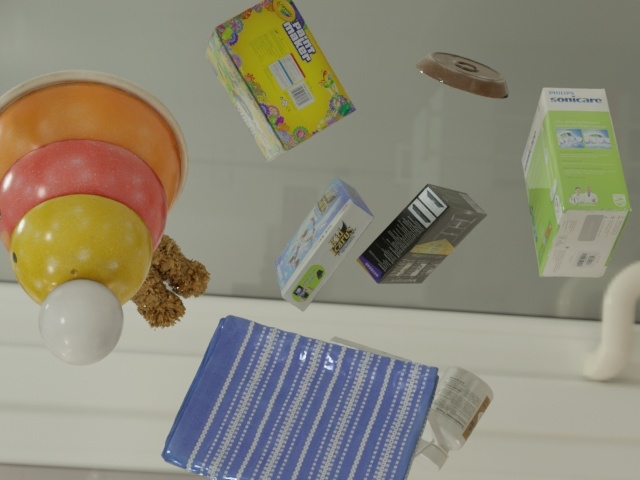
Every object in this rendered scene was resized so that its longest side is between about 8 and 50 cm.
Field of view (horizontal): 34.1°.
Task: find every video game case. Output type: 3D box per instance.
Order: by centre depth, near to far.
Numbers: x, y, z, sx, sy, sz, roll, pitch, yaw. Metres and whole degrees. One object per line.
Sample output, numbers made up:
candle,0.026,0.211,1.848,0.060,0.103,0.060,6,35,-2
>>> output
video game case,0.000,0.000,2.214,0.244,0.061,0.269,-53,14,8

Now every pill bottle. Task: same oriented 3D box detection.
pill bottle,0.299,0.424,2.468,0.229,0.131,0.131,-53,-9,-19

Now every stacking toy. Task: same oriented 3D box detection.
stacking toy,-0.363,-0.006,1.578,0.480,0.350,0.350,-105,16,-50

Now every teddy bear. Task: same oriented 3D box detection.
teddy bear,-0.368,0.019,2.032,0.338,0.245,0.113,58,158,0

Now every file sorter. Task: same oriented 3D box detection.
file sorter,0.075,0.341,2.104,0.278,0.173,0.193,9,128,57

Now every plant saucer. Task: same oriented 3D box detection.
plant saucer,0.246,-0.286,1.779,0.168,0.168,0.029,-92,18,-65

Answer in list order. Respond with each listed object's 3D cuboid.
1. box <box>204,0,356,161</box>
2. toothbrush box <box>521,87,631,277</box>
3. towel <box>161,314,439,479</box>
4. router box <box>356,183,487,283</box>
box,-0.096,-0.345,2.241,0.290,0.177,0.279,59,170,-6
toothbrush box,0.454,-0.104,1.879,0.206,0.122,0.283,93,176,-53
towel,-0.028,0.237,1.424,0.040,0.336,0.243,74,-146,-54
router box,0.242,-0.009,2.433,0.243,0.081,0.309,-47,-19,15
